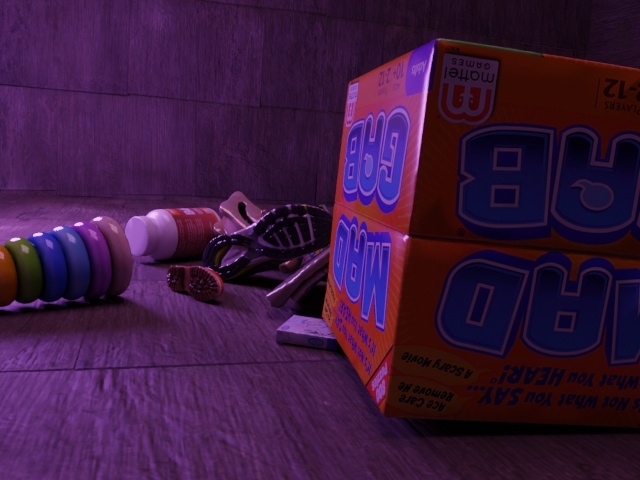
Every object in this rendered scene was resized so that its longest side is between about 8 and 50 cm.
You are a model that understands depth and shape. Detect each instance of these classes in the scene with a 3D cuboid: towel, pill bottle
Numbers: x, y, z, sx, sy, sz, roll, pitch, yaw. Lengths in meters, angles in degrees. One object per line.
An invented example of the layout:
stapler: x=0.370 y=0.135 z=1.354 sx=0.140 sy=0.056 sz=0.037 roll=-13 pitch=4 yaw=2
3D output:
towel: x=0.065 y=0.006 z=1.089 sx=0.324 sy=0.056 sz=0.312 roll=-36 pitch=0 yaw=11
pill bottle: x=-0.348 y=-0.016 z=1.441 sx=0.121 sy=0.121 sz=0.216 roll=10 pitch=10 yaw=38

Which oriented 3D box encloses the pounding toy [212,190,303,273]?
pounding toy: x=-0.118 y=-0.035 z=1.413 sx=0.269 sy=0.155 sz=0.154 roll=40 pitch=36 yaw=22

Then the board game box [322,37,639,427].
board game box: x=0.222 y=-0.015 z=0.749 sx=0.356 sy=0.356 sz=0.356 roll=5 pitch=8 yaw=-10

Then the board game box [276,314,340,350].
board game box: x=-0.009 y=0.133 z=0.876 sx=0.090 sy=0.020 sz=0.090 roll=7 pitch=8 yaw=13

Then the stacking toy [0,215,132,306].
stacking toy: x=-0.471 y=0.053 z=0.935 sx=0.141 sy=0.141 sz=0.330 roll=11 pitch=18 yaw=44

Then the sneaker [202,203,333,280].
sneaker: x=-0.094 y=0.004 z=1.237 sx=0.299 sy=0.111 sz=0.121 roll=-16 pitch=-9 yaw=25

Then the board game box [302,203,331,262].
board game box: x=0.000 y=0.000 z=1.369 sx=0.048 sy=0.170 sz=0.141 roll=-41 pitch=-18 yaw=30

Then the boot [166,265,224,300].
boot: x=-0.208 y=0.073 z=1.104 sx=0.084 sy=0.059 sz=0.158 roll=3 pitch=5 yaw=-41
